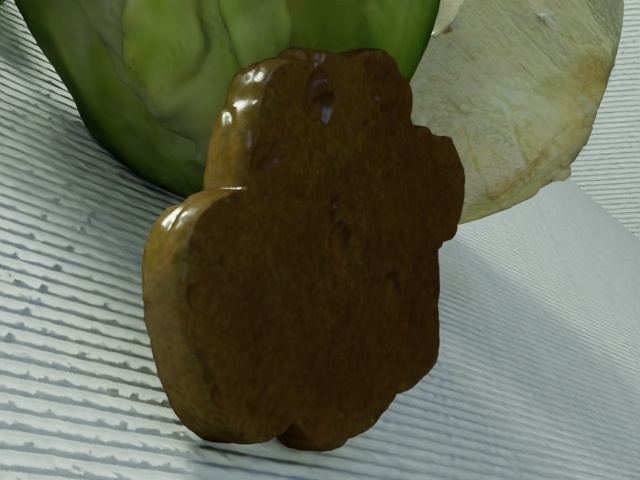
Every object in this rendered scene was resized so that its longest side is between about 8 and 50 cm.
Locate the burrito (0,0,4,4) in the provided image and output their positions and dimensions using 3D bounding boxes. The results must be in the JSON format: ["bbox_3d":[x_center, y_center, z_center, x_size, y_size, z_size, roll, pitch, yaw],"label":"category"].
[{"bbox_3d":[-0.284,-0.254,0.919,0.104,0.054,0.288,25,22,-48],"label":"burrito"}]

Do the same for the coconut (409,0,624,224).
[{"bbox_3d":[0.108,-0.189,1.197,0.360,0.346,0.346,28,19,-21],"label":"coconut"}]

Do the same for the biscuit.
[{"bbox_3d":[0.000,0.000,0.704,0.290,0.041,0.208,-31,116,-54],"label":"biscuit"}]

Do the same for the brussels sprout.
[{"bbox_3d":[-0.070,-0.212,0.826,0.371,0.276,0.315,61,40,-38],"label":"brussels sprout"}]
